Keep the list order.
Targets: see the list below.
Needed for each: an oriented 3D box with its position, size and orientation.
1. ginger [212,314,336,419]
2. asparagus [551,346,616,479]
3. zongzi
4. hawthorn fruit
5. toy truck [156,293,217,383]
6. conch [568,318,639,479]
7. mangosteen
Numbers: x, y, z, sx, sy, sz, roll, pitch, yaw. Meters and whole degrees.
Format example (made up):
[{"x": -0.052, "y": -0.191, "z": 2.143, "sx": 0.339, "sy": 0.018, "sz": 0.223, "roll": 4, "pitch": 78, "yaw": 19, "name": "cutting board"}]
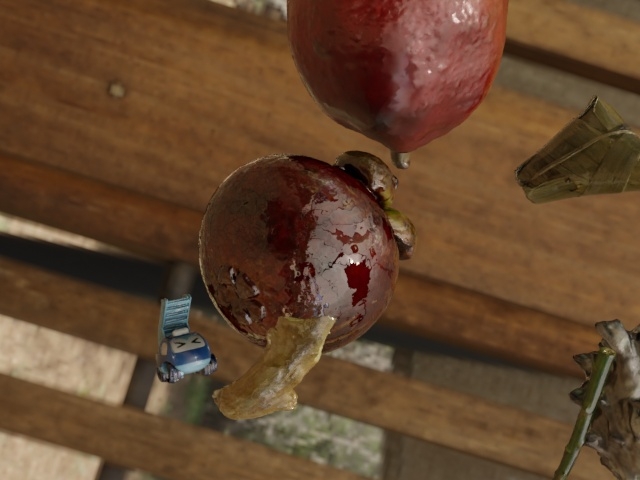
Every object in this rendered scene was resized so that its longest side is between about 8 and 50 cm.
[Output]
[{"x": -0.034, "y": 0.103, "z": 1.102, "sx": 0.137, "sy": 0.057, "sz": 0.044, "roll": -52, "pitch": -135, "yaw": 20, "name": "ginger"}, {"x": 0.180, "y": 0.148, "z": 0.948, "sx": 0.016, "sy": 0.016, "sz": 0.162, "roll": -16, "pitch": 129, "yaw": -54, "name": "asparagus"}, {"x": 0.343, "y": -0.072, "z": 1.638, "sx": 0.160, "sy": 0.078, "sz": 0.176, "roll": -44, "pitch": -124, "yaw": 15, "name": "zongzi"}, {"x": 0.087, "y": -0.233, "z": 1.567, "sx": 0.265, "sy": 0.265, "sz": 0.307, "roll": -79, "pitch": 171, "yaw": -62, "name": "hawthorn fruit"}, {"x": -0.148, "y": 0.102, "z": 1.385, "sx": 0.073, "sy": 0.056, "sz": 0.090, "roll": -6, "pitch": -84, "yaw": 66, "name": "toy truck"}, {"x": 0.354, "y": 0.174, "z": 1.181, "sx": 0.186, "sy": 0.313, "sz": 0.240, "roll": -45, "pitch": -143, "yaw": 6, "name": "conch"}, {"x": 0.000, "y": 0.000, "z": 1.366, "sx": 0.257, "sy": 0.215, "sz": 0.215, "roll": -34, "pitch": 158, "yaw": -35, "name": "mangosteen"}]
